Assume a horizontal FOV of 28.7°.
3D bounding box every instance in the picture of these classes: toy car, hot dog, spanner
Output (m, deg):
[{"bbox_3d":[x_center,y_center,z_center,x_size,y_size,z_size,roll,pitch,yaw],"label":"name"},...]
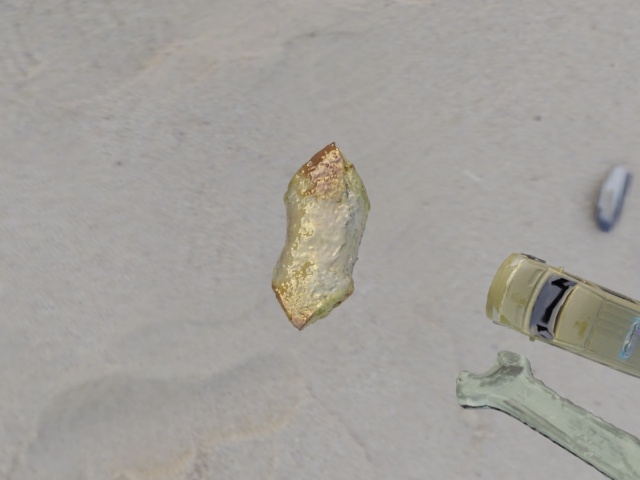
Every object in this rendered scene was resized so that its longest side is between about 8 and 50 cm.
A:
[{"bbox_3d":[0.341,0.102,1.586,0.257,0.124,0.101,21,92,-20],"label":"toy car"},{"bbox_3d":[0.001,0.000,1.098,0.061,0.078,0.168,35,66,-65],"label":"hot dog"},{"bbox_3d":[0.194,0.139,0.856,0.071,0.302,0.017,-38,120,-14],"label":"spanner"}]
